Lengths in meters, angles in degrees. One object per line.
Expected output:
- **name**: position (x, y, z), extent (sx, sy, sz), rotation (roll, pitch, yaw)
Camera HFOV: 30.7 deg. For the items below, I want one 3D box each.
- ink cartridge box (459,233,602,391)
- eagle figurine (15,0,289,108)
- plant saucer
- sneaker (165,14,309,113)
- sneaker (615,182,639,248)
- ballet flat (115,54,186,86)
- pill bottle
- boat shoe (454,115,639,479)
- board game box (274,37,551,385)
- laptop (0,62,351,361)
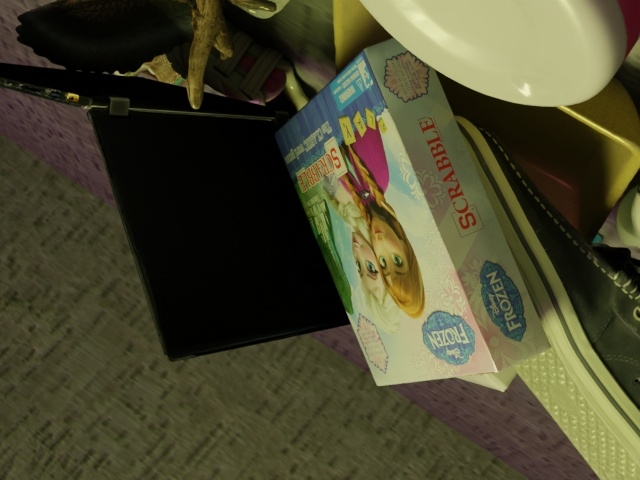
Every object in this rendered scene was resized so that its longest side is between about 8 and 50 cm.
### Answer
- **ink cartridge box**: position (0.189, 0.038, 1.446), extent (0.168, 0.233, 0.171), rotation (40, 165, -22)
- **eagle figurine**: position (-0.198, -0.293, 1.254), extent (0.298, 0.226, 0.225), rotation (20, 159, 46)
- **plant saucer**: position (0.173, -0.141, 1.210), extent (0.332, 0.081, 0.333), rotation (32, 166, 11)
- **sneaker**: position (-0.099, -0.228, 1.543), extent (0.252, 0.103, 0.111), rotation (37, 164, -36)
- **sneaker**: position (0.437, 0.030, 1.051), extent (0.330, 0.122, 0.146), rotation (27, 162, 3)
- **ballet flat**: position (-0.294, -0.283, 1.855), extent (0.206, 0.067, 0.073), rotation (24, 163, 38)
- **pill bottle**: position (0.141, -0.221, 0.575), extent (0.160, 0.283, 0.160), rotation (33, 166, 9)
- **boat shoe**: position (0.271, 0.067, 1.210), extent (0.500, 0.156, 0.187), rotation (53, 165, -10)
- **board game box**: position (0.077, -0.013, 1.195), extent (0.318, 0.065, 0.318), rotation (67, 161, 3)
- **laptop**: position (-0.192, -0.054, 1.352), extent (0.407, 0.236, 0.382), rotation (16, -169, 30)
